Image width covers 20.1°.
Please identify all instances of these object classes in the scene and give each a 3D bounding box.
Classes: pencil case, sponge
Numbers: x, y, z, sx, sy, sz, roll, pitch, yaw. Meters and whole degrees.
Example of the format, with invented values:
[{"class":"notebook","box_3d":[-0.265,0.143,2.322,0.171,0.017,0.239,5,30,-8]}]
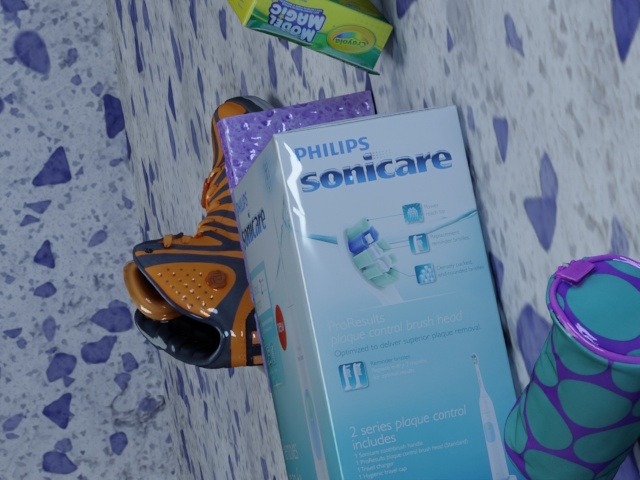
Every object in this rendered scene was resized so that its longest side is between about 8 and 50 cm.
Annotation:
[{"class":"pencil case","box_3d":[0.131,0.067,0.887,0.070,0.064,0.152,55,158,26]},{"class":"sponge","box_3d":[0.000,0.000,1.342,0.031,0.117,0.210,152,108,-76]}]

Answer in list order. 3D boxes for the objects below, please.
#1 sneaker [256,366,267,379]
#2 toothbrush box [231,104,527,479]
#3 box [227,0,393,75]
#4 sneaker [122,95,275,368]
[{"class":"sneaker","box_3d":[-0.051,0.065,1.805,0.086,0.064,0.192,-113,12,-45]},{"class":"toothbrush box","box_3d":[0.038,0.079,1.207,0.216,0.126,0.296,145,115,-78]},{"class":"box","box_3d":[-0.017,-0.174,1.296,0.043,0.105,0.179,-63,25,19]},{"class":"sneaker","box_3d":[-0.099,-0.013,1.659,0.321,0.180,0.125,-112,16,-45]}]
